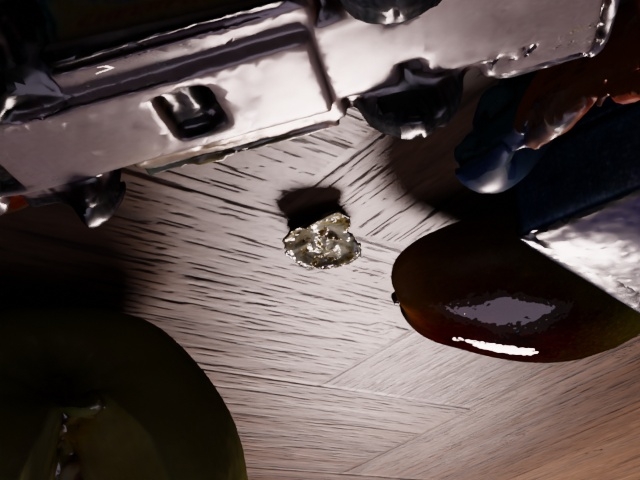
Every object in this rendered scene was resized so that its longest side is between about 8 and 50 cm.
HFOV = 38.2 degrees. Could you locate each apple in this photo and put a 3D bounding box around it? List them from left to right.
[{"bbox_3d":[-0.193,0.188,0.673,0.291,0.292,0.254,1,125,-21],"label":"apple"}]

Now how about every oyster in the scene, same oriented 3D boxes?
[{"bbox_3d":[0.001,0.002,0.673,0.054,0.019,0.083,-15,149,5],"label":"oyster"}]

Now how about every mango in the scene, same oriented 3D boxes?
[{"bbox_3d":[0.177,0.034,0.697,0.267,0.111,0.133,1,138,-29],"label":"mango"}]

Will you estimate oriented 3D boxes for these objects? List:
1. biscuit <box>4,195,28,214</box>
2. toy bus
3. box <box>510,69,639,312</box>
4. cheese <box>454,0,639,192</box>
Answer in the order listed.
[{"bbox_3d":[-0.281,0.005,0.569,0.165,0.036,0.250,16,142,-37],"label":"biscuit"},{"bbox_3d":[-0.053,-0.099,0.364,0.316,0.138,0.112,-14,156,3],"label":"toy bus"},{"bbox_3d":[0.296,-0.040,0.550,0.261,0.116,0.279,-27,143,37],"label":"box"},{"bbox_3d":[0.180,-0.113,0.390,0.129,0.217,0.329,46,143,-12],"label":"cheese"}]
